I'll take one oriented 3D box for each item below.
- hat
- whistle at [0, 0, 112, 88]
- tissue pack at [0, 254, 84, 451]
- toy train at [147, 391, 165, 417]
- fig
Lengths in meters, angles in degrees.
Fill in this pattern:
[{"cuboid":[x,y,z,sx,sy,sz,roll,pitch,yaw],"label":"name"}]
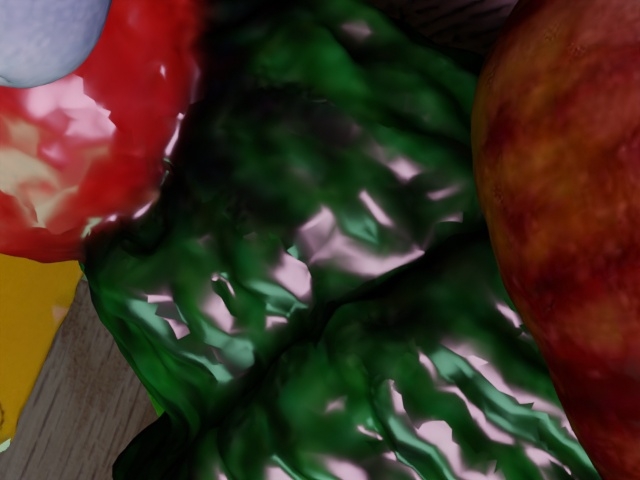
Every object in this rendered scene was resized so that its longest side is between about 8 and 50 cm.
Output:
[{"cuboid":[0.000,0.000,0.619,0.332,0.242,0.274,42,147,-6],"label":"hat"},{"cuboid":[-0.154,-0.108,0.484,0.269,0.093,0.180,17,-161,17],"label":"whistle"},{"cuboid":[-0.233,-0.033,0.819,0.271,0.192,0.134,20,-167,-31],"label":"tissue pack"},{"cuboid":[-0.018,0.061,0.989,0.132,0.243,0.188,-28,167,10],"label":"toy train"},{"cuboid":[0.127,0.009,0.411,0.202,0.149,0.148,29,-141,32],"label":"fig"}]
